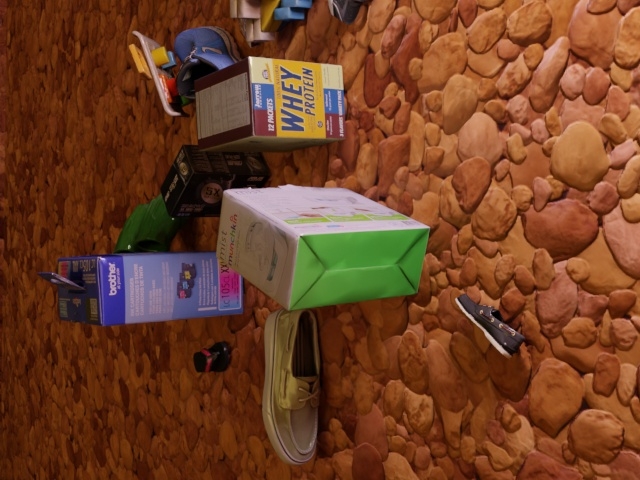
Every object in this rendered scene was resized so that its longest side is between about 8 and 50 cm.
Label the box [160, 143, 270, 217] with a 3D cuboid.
[{"bbox_3d":[-0.220,-0.121,1.627,0.147,0.180,0.078,-51,52,42],"label":"box"}]

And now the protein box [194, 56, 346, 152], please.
[{"bbox_3d":[-0.094,-0.240,1.428,0.201,0.199,0.136,-3,91,54],"label":"protein box"}]

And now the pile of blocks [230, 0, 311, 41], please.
[{"bbox_3d":[-0.061,-0.498,1.409,0.149,0.112,0.362,50,128,24],"label":"pile of blocks"}]

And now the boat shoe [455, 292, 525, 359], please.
[{"bbox_3d":[0.245,0.116,1.134,0.042,0.049,0.133,-50,41,8],"label":"boat shoe"}]

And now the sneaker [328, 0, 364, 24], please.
[{"bbox_3d":[0.071,-0.440,1.302,0.077,0.072,0.178,42,132,31],"label":"sneaker"}]

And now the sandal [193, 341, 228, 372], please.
[{"bbox_3d":[-0.267,0.283,1.844,0.179,0.040,0.067,-26,72,52],"label":"sandal"}]

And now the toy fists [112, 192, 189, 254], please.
[{"bbox_3d":[-0.419,-0.032,1.955,0.279,0.096,0.142,-18,52,54],"label":"toy fists"}]

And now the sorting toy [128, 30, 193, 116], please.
[{"bbox_3d":[-0.338,-0.366,1.723,0.348,0.047,0.196,-85,-28,-82],"label":"sorting toy"}]

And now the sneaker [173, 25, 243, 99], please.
[{"bbox_3d":[-0.246,-0.374,1.671,0.330,0.147,0.130,46,128,44],"label":"sneaker"}]

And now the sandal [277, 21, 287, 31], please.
[{"bbox_3d":[-0.121,-0.539,1.562,0.097,0.054,0.255,-38,63,48],"label":"sandal"}]

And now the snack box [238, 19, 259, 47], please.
[{"bbox_3d":[-0.150,-0.479,1.573,0.064,0.022,0.178,58,162,34],"label":"snack box"}]

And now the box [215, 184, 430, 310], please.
[{"bbox_3d":[0.000,0.000,1.271,0.231,0.261,0.127,29,116,48],"label":"box"}]

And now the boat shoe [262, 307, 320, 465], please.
[{"bbox_3d":[-0.049,0.275,1.494,0.094,0.109,0.302,-19,75,51],"label":"boat shoe"}]

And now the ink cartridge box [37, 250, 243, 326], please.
[{"bbox_3d":[-0.402,0.101,1.712,0.270,0.395,0.151,-3,90,53],"label":"ink cartridge box"}]
